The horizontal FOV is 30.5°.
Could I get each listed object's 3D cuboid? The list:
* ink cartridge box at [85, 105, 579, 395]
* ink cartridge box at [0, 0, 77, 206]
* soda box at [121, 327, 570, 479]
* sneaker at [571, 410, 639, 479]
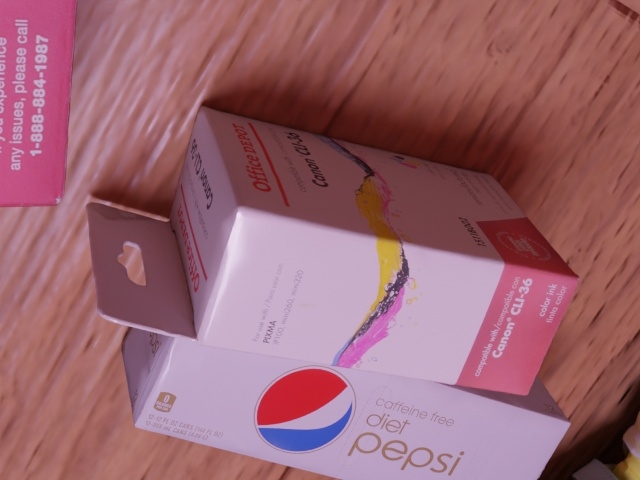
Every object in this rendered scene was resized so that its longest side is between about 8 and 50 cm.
[{"bbox_3d":[0.000,0.000,0.531,0.198,0.115,0.067,11,114,-20],"label":"ink cartridge box"},{"bbox_3d":[-0.230,-0.118,0.387,0.283,0.117,0.207,-3,118,-25],"label":"ink cartridge box"},{"bbox_3d":[0.013,0.074,0.595,0.216,0.074,0.069,18,110,-22],"label":"soda box"},{"bbox_3d":[0.200,0.116,0.637,0.208,0.127,0.319,-16,118,-8],"label":"sneaker"}]
